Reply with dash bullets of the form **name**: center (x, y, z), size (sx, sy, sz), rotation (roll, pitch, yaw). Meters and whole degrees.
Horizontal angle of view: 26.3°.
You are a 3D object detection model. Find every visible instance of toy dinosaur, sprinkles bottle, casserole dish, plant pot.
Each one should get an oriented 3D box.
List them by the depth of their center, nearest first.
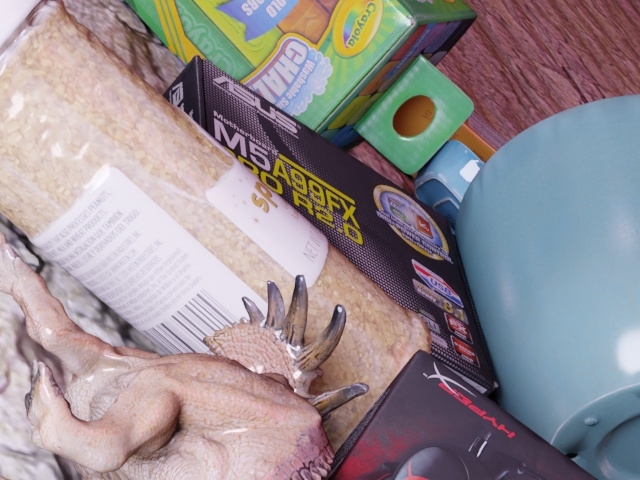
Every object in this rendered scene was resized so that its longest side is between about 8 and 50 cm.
- **toy dinosaur**: center (-0.050, 0.089, 0.631), size (0.200, 0.127, 0.295), rotation (7, 12, -21)
- **sprinkles bottle**: center (-0.097, -0.015, 0.795), size (0.355, 0.121, 0.121), rotation (42, 23, -16)
- **plant pot**: center (0.257, 0.071, 1.062), size (0.293, 0.293, 0.235), rotation (31, 38, -27)
- **casserole dish**: center (0.131, -0.031, 1.231), size (0.114, 0.037, 0.188), rotation (50, -6, -1)

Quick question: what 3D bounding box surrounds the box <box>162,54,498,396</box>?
- **box**: center (0.000, 0.000, 1.027), size (0.270, 0.060, 0.216), rotation (32, 27, -25)

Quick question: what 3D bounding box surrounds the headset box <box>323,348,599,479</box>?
- **headset box**: center (0.059, 0.215, 0.631), size (0.218, 0.110, 0.293), rotation (37, 34, 5)

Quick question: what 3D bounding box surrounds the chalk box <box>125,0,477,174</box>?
- **chalk box**: center (0.002, -0.185, 1.184), size (0.289, 0.180, 0.179), rotation (47, 24, 9)

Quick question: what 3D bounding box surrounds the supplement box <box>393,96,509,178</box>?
- **supplement box**: center (0.107, -0.109, 1.354), size (0.233, 0.078, 0.080), rotation (41, 21, -9)
